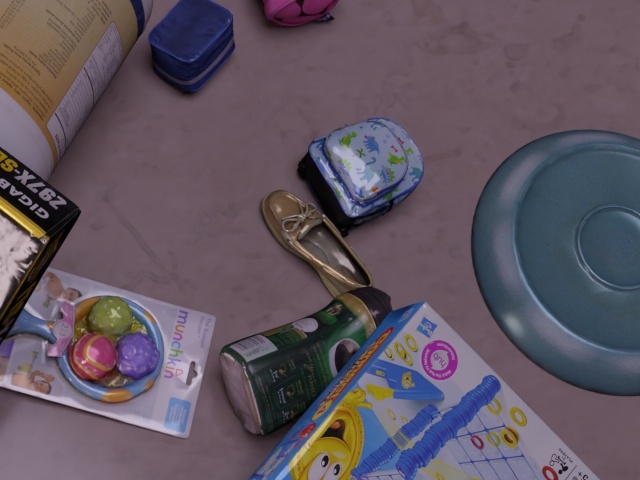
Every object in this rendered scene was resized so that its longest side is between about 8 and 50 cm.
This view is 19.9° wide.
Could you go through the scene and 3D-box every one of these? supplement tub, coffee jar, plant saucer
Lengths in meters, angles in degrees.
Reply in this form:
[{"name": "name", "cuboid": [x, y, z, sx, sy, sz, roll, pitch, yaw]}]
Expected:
[{"name": "supplement tub", "cuboid": [-0.331, -0.175, 1.806, 0.228, 0.228, 0.316, 29, 63, -1]}, {"name": "coffee jar", "cuboid": [-0.005, 0.118, 1.842, 0.184, 0.079, 0.096, -23, 114, -22]}, {"name": "plant saucer", "cuboid": [0.322, 0.013, 2.004, 0.317, 0.044, 0.318, 5, 66, -12]}]

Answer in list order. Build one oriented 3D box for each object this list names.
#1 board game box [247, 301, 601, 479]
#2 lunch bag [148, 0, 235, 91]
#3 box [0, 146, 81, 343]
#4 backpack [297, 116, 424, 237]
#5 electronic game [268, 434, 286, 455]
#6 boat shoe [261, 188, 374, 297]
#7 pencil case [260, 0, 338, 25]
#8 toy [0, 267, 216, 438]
[{"name": "board game box", "cuboid": [0.098, 0.273, 1.753, 0.308, 0.086, 0.302, 45, 66, -8]}, {"name": "lunch bag", "cuboid": [-0.136, -0.214, 1.966, 0.067, 0.065, 0.098, 33, 63, 18]}, {"name": "box", "cuboid": [-0.398, 0.019, 1.664, 0.257, 0.322, 0.079, 37, 31, 1]}, {"name": "backpack", "cuboid": [0.051, -0.078, 1.947, 0.114, 0.084, 0.105, -25, 78, -26]}, {"name": "electronic game", "cuboid": [0.041, 0.279, 1.811, 0.229, 0.048, 0.229, 6, 73, -18]}, {"name": "boat shoe", "cuboid": [-0.001, 0.001, 1.919, 0.056, 0.048, 0.153, -34, 80, -25]}, {"name": "pencil case", "cuboid": [-0.044, -0.342, 2.032, 0.098, 0.095, 0.209, -24, 74, 9]}, {"name": "toy", "cuboid": [-0.226, 0.098, 1.814, 0.237, 0.056, 0.137, 16, 66, -8]}]
